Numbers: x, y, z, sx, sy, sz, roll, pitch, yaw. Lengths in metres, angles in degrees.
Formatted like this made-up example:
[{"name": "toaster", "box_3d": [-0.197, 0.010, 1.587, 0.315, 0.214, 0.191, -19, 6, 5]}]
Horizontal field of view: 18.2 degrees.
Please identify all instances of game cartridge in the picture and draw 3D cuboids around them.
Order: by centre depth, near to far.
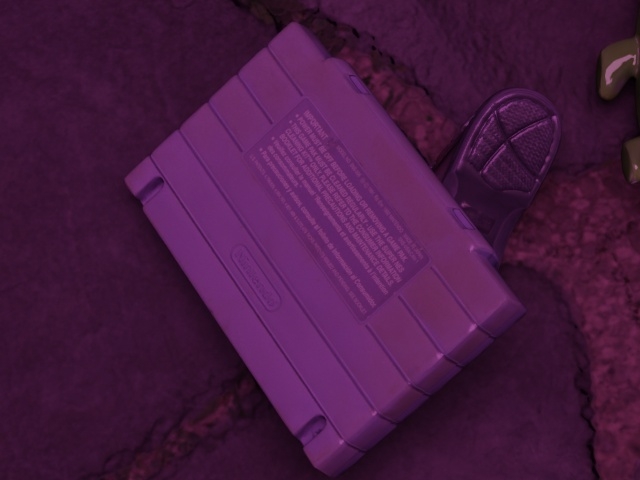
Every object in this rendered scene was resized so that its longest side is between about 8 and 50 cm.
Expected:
[{"name": "game cartridge", "box_3d": [0.000, 0.000, 1.730, 0.230, 0.068, 0.355, -40, 60, 8]}]

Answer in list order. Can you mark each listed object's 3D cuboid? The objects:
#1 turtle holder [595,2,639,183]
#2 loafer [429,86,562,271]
[{"name": "turtle holder", "box_3d": [0.377, -0.174, 1.750, 0.227, 0.320, 0.243, 6, 109, -8]}, {"name": "loafer", "box_3d": [0.111, -0.004, 1.783, 0.109, 0.095, 0.302, 33, 94, -12]}]
